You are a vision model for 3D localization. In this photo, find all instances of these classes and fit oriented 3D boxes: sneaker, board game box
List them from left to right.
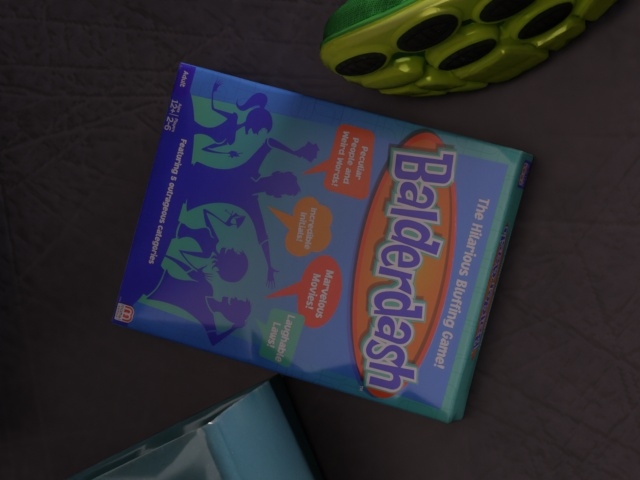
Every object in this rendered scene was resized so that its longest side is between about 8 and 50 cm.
[{"bbox_3d":[0.000,0.000,1.116,0.210,0.047,0.160,15,92,14],"label":"board game box"},{"bbox_3d":[0.121,-0.189,1.076,0.295,0.109,0.123,-38,58,12],"label":"sneaker"}]

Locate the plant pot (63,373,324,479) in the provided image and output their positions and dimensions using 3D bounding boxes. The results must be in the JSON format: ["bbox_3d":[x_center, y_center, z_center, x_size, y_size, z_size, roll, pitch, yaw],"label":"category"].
[{"bbox_3d":[-0.060,0.224,1.070,0.165,0.165,0.234,-26,89,12],"label":"plant pot"}]
